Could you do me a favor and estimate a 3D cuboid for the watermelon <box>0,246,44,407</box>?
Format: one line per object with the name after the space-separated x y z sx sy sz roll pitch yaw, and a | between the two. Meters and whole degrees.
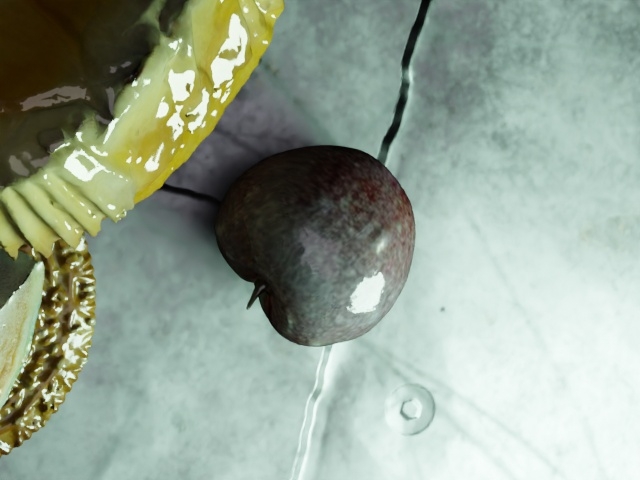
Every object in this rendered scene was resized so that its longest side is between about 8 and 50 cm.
-0.363 0.134 1.433 0.322 0.188 0.175 -45 153 -42 | watermelon

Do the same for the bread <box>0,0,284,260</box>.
-0.177 -0.160 1.470 0.236 0.183 0.388 40 72 11 | bread

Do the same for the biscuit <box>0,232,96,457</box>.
-0.328 0.049 1.534 0.305 0.038 0.305 -1 95 -18 | biscuit

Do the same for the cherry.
0.004 0.002 1.586 0.176 0.140 0.176 3 79 -18 | cherry
